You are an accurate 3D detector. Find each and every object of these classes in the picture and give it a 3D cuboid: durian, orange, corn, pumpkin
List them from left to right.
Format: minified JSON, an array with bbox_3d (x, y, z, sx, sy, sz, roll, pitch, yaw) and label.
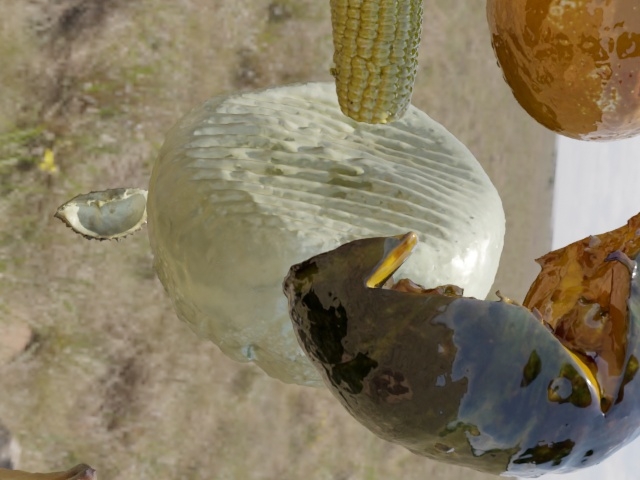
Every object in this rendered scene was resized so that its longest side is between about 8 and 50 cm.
[{"bbox_3d":[-0.262,-0.031,1.330,0.066,0.130,0.052,92,-15,-65],"label":"durian"},{"bbox_3d":[0.037,-0.177,0.708,0.067,0.067,0.206,-60,153,-66],"label":"corn"},{"bbox_3d":[0.082,0.046,0.448,0.119,0.184,0.107,135,-55,-71],"label":"pumpkin"},{"bbox_3d":[0.201,-0.160,0.780,0.177,0.155,0.177,57,13,-21],"label":"orange"}]

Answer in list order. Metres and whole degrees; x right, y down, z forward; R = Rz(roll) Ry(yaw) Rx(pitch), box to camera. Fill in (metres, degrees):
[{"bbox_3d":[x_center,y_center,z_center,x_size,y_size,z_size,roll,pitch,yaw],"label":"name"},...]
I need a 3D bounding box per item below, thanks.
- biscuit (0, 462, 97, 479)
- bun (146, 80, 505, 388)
[{"bbox_3d":[-0.254,0.163,0.513,0.296,0.296,0.102,36,51,-78],"label":"biscuit"},{"bbox_3d":[0.000,0.000,1.084,0.352,0.349,0.227,-75,-179,-49],"label":"bun"}]
